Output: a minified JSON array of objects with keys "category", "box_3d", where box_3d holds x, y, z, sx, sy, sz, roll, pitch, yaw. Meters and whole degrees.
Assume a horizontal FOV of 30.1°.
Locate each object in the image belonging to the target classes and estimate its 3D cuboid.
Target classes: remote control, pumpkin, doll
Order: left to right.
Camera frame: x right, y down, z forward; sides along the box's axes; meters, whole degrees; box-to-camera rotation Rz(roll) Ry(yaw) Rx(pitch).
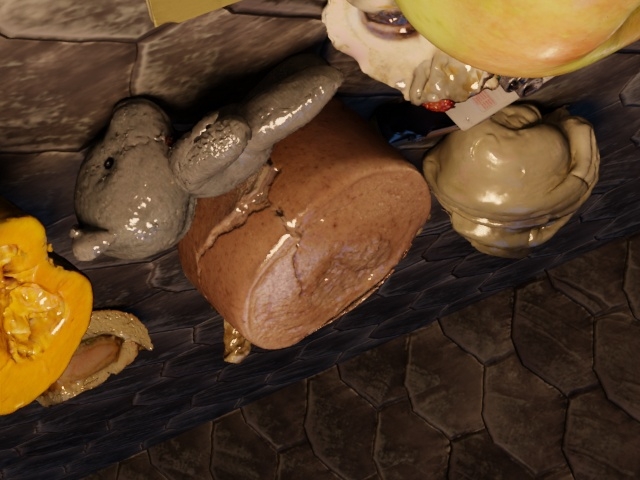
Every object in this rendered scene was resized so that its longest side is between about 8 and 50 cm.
[{"category":"pumpkin","box_3d":[-0.404,0.054,1.251,0.242,0.232,0.325,-57,159,-21]},{"category":"doll","box_3d":[-0.139,-0.118,1.314,0.340,0.158,0.246,-39,-166,8]},{"category":"remote control","box_3d":[0.236,-0.220,1.551,0.190,0.029,0.087,-32,118,32]}]

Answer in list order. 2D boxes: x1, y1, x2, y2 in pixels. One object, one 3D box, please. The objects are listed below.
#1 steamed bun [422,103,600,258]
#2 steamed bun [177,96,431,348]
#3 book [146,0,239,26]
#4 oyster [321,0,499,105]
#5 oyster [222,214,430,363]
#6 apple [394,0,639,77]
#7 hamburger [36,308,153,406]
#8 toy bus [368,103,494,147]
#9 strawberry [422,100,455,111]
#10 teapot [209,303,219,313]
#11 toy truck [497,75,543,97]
[{"category":"steamed bun","box_3d":[0.306,-0.086,1.872,0.320,0.206,0.275,-3,158,-42]},{"category":"steamed bun","box_3d":[-0.045,-0.036,1.439,0.301,0.251,0.199,-44,146,2]},{"category":"book","box_3d":[-0.077,-0.248,1.064,0.168,0.013,0.192,-20,174,-7]},{"category":"oyster","box_3d":[0.092,-0.223,1.226,0.223,0.214,0.083,-4,-131,56]},{"category":"oyster","box_3d":[-0.021,-0.015,1.669,0.396,0.204,0.111,-36,-162,-26]},{"category":"apple","box_3d":[0.179,-0.280,0.884,0.319,0.277,0.319,-29,173,-4]},{"category":"hamburger","box_3d":[-0.405,0.180,2.014,0.207,0.135,0.155,-29,-173,-33]},{"category":"toy bus","box_3d":[0.153,-0.170,1.647,0.172,0.057,0.072,-17,174,-19]},{"category":"strawberry","box_3d":[0.142,-0.200,1.517,0.083,0.073,0.073,16,156,-9]},{"category":"teapot","box_3d":[-0.088,0.027,1.817,0.182,0.173,0.269,-41,172,-34]},{"category":"toy truck","box_3d":[0.215,-0.250,1.366,0.116,0.110,0.216,-43,157,23]}]
